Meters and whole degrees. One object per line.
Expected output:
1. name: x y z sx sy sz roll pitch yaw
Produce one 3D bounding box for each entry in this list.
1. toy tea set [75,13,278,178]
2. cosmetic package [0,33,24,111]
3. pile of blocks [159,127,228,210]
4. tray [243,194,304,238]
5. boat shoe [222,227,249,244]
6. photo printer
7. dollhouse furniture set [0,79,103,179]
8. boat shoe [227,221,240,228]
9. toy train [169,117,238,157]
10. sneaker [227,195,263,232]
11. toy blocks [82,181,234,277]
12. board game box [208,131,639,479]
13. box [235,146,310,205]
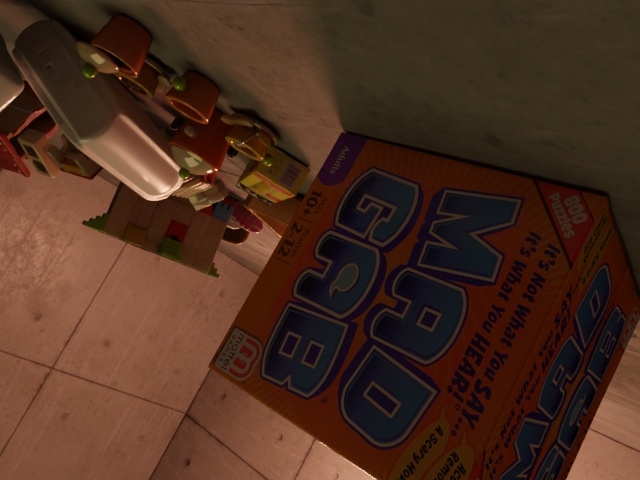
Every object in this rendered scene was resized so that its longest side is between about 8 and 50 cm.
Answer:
1. toy tea set: -0.234 -0.192 0.969 0.336 0.124 0.200 35 169 -36
2. cosmetic package: -0.725 -0.304 0.906 0.329 0.327 0.393 51 -175 35
3. pile of blocks: -0.318 -0.179 1.448 0.112 0.149 0.362 -21 162 17
4. tray: 0.000 0.000 1.496 0.202 0.076 0.411 23 170 27
5. boat shoe: -0.402 -0.084 2.102 0.342 0.123 0.123 24 171 -15
6. photo printer: -0.370 -0.210 1.117 0.256 0.107 0.307 51 178 20
7. dollhouse furniture set: -0.664 -0.257 1.607 0.374 0.201 0.152 18 145 20
8. boat shoe: -0.341 -0.107 1.873 0.254 0.095 0.079 24 164 -35
9. toy train: -0.228 -0.200 1.219 0.158 0.027 0.036 25 167 18
10. sneaker: -0.233 -0.075 1.815 0.170 0.063 0.075 32 171 9
11. toy blocks: -0.390 -0.088 1.668 0.381 0.261 0.190 25 171 -24
12. board game box: 0.156 0.129 0.836 0.356 0.356 0.356 22 168 39
13. box: -0.093 -0.116 1.179 0.087 0.058 0.232 32 170 -14
